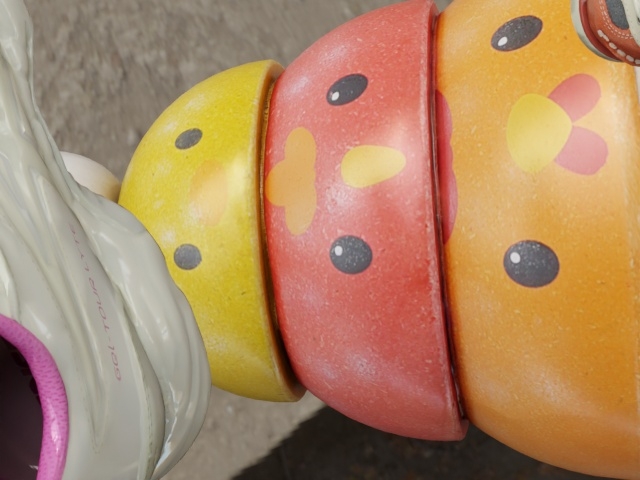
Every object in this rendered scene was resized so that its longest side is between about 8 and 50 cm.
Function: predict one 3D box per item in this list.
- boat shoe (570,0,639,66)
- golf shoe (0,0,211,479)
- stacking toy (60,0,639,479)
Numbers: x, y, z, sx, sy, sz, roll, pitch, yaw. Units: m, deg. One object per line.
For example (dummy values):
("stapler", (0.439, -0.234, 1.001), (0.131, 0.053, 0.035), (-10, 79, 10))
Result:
("boat shoe", (0.102, -0.112, 0.374), (0.049, 0.043, 0.137), (15, 93, -11))
("golf shoe", (-0.145, -0.025, 0.453), (0.115, 0.140, 0.306), (-30, 102, 19))
("stacking toy", (0.000, 0.000, 0.863), (0.479, 0.350, 0.351), (-6, 115, 9))
